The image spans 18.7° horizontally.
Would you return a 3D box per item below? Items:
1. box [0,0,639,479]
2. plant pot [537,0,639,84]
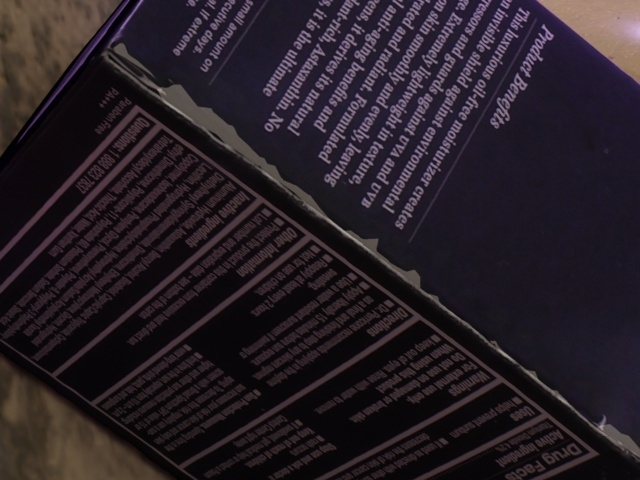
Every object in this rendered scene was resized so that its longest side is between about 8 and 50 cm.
[{"bbox_3d":[0.000,0.000,0.948,0.294,0.296,0.183,38,57,-10],"label":"box"},{"bbox_3d":[0.226,-0.020,1.083,0.293,0.275,0.275,29,51,29],"label":"plant pot"}]
